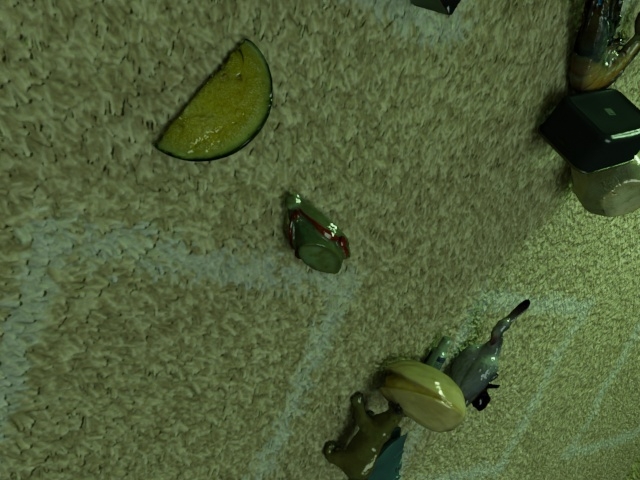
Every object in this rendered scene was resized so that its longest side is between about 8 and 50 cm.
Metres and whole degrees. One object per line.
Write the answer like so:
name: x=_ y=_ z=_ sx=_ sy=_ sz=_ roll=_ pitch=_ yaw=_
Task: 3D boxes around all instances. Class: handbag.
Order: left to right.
handbag: x=0.131 y=0.533 z=1.535 sx=0.144 sy=0.057 sz=0.221 roll=-24 pitch=129 yaw=-38

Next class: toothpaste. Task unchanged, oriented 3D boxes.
toothpaste: x=0.227 y=0.301 z=1.480 sx=0.062 sy=0.037 sz=0.216 roll=13 pitch=111 yaw=-36

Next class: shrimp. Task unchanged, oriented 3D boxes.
shrimp: x=0.568 y=-0.411 z=1.290 sx=0.222 sy=0.054 sz=0.290 roll=-33 pitch=141 yaw=-10

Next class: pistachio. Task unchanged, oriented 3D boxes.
pistachio: x=0.217 y=0.314 z=1.391 sx=0.200 sy=0.145 sz=0.117 roll=39 pitch=64 yaw=-24

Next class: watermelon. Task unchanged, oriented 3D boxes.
watermelon: x=-0.120 y=-0.161 z=0.883 sx=0.092 sy=0.075 sz=0.181 roll=38 pitch=86 yaw=-4

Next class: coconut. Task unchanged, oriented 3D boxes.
coconut: x=0.622 y=-0.140 z=1.467 sx=0.161 sy=0.162 sz=0.161 roll=-6 pitch=134 yaw=-6

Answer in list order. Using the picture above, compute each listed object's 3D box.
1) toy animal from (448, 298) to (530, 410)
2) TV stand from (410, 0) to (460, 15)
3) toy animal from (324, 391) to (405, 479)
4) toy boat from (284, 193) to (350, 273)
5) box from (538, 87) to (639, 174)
toy animal: x=0.362 y=0.281 z=1.546 sx=0.195 sy=0.090 sz=0.324 roll=-28 pitch=141 yaw=-34
TV stand: x=0.215 y=-0.458 z=0.954 sx=0.269 sy=0.083 sz=0.088 roll=-55 pitch=138 yaw=2
toy animal: x=0.096 y=0.402 z=1.380 sx=0.103 sy=0.101 sz=0.218 roll=18 pitch=103 yaw=-44
toy boat: x=0.000 y=0.001 z=1.063 sx=0.089 sy=0.071 sz=0.185 roll=-18 pitch=143 yaw=24
box: x=0.548 y=-0.220 z=1.334 sx=0.201 sy=0.144 sz=0.090 roll=-14 pitch=148 yaw=-33
